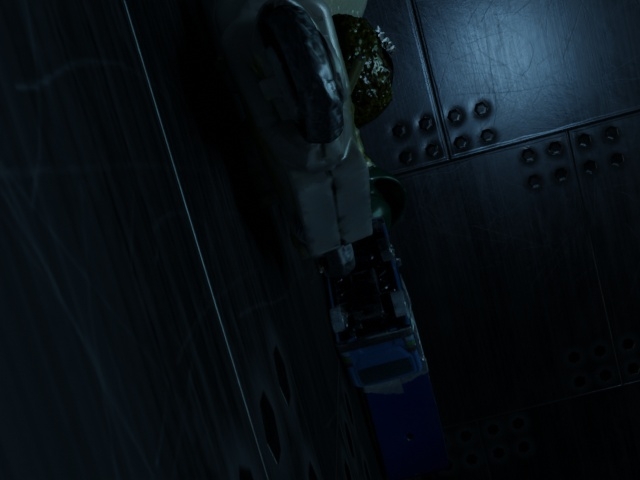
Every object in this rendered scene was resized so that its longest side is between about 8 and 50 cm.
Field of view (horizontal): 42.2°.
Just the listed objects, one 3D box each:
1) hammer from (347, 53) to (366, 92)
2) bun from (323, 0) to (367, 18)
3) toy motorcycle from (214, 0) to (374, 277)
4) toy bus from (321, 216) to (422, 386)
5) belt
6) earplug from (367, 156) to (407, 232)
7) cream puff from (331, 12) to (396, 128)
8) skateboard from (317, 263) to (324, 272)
[{"bbox_3d":[0.011,-0.098,0.845,0.060,0.028,0.195,46,-50,26],"label":"hammer"},{"bbox_3d":[-0.041,-0.476,1.464,0.263,0.175,0.263,-16,110,-52],"label":"bun"},{"bbox_3d":[-0.025,-0.106,0.693,0.341,0.107,0.223,80,-13,-63],"label":"toy motorcycle"},{"bbox_3d":[0.072,0.087,1.227,0.234,0.116,0.134,-99,170,-47],"label":"toy bus"},{"bbox_3d":[0.123,0.234,1.394,0.212,0.117,0.347,-86,162,-81],"label":"belt"},{"bbox_3d":[0.048,-0.068,1.467,0.257,0.164,0.280,25,24,-35],"label":"earplug"},{"bbox_3d":[0.005,-0.187,0.916,0.183,0.169,0.183,-16,90,-85],"label":"cream puff"},{"bbox_3d":[0.000,0.000,1.184,0.083,0.032,0.064,-91,156,-62],"label":"skateboard"}]
